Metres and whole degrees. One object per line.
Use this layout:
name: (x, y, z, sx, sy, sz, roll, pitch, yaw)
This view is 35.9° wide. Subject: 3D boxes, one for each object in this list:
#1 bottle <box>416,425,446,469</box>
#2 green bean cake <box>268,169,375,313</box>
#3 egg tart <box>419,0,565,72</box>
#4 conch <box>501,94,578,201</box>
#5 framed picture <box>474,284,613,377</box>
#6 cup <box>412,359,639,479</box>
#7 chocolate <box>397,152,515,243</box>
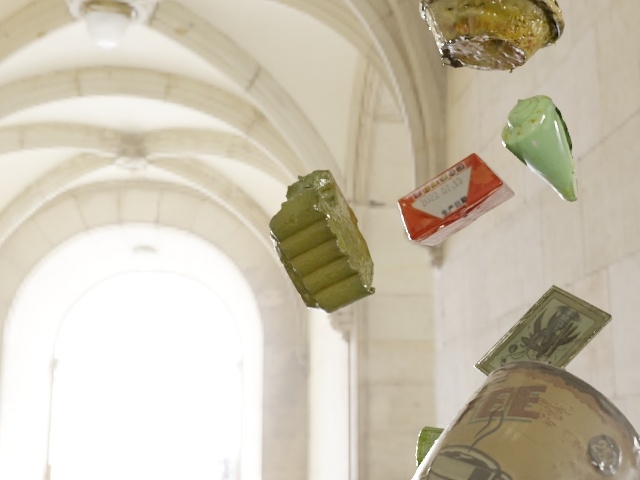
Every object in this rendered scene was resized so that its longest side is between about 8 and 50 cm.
bottle: (0.356, 0.425, 1.919, 0.330, 0.093, 0.093, 3, -10, 20)
green bean cake: (0.000, 0.000, 1.788, 0.124, 0.232, 0.236, -25, 10, 12)
egg tart: (0.240, -0.299, 1.402, 0.213, 0.090, 0.212, 7, -13, 2)
conch: (0.486, -0.212, 2.116, 0.251, 0.143, 0.137, 35, -75, -34)
framed picture: (0.414, 0.192, 1.852, 0.010, 0.231, 0.173, 50, -9, -31)
cup: (0.189, 0.310, 1.119, 0.257, 0.227, 0.301, -34, -18, -31)
chocolate: (0.300, -0.090, 2.203, 0.235, 0.108, 0.237, -32, -13, 14)
